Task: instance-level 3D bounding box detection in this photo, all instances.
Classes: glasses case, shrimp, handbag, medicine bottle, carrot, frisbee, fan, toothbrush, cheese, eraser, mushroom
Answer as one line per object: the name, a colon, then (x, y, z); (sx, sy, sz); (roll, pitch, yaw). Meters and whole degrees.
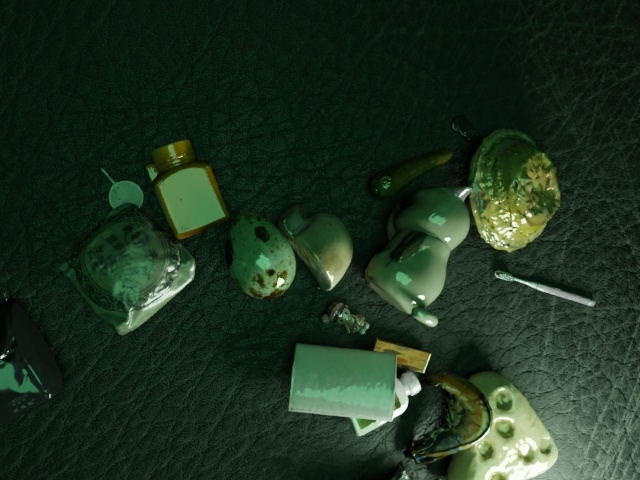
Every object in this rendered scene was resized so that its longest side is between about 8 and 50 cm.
glasses case: (0.220, 0.319, 1.474); (0.169, 0.041, 0.065); (16, 99, -13)
shrimp: (0.325, 0.491, 1.466); (0.290, 0.054, 0.222); (-39, 67, 15)
handbag: (-0.782, 0.295, 1.178); (0.301, 0.178, 0.275); (-25, 97, -11)
medicine bottle: (-0.329, -0.127, 1.304); (0.149, 0.112, 0.222); (-22, 96, -11)
carrot: (0.269, -0.202, 1.466); (0.298, 0.078, 0.078); (-27, 97, -17)
frisbee: (0.463, -0.262, 1.531); (0.210, 0.012, 0.188); (15, 89, -13)
fan: (-0.504, -0.128, 1.319); (0.085, 0.005, 0.133); (-39, 100, -8)
toothbrush: (0.679, 0.146, 1.578); (0.353, 0.029, 0.024); (17, 101, -13)
cheese: (0.465, 0.558, 1.491); (0.350, 0.129, 0.328); (-28, 93, -11)
eraser: (0.058, 0.369, 1.374); (0.270, 0.095, 0.174); (5, 74, 3)
mushroom: (0.018, -0.003, 1.347); (0.162, 0.173, 0.236); (-40, 104, -16)
medicine bottle: (0.168, 0.434, 1.444); (0.219, 0.078, 0.115); (-25, 85, -11)

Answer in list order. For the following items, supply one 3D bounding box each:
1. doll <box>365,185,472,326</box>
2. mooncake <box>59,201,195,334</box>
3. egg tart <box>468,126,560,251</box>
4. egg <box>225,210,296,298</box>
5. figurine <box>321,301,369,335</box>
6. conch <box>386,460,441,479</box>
doll: (0.252, 0.023, 1.386); (0.225, 0.215, 0.371); (18, 77, 16)
mooncake: (-0.456, 0.064, 1.246); (0.254, 0.136, 0.250); (44, 72, 0)
egg tart: (0.550, -0.141, 1.453); (0.351, 0.150, 0.352); (-1, 93, -33)
egg: (-0.154, 0.036, 1.319); (0.169, 0.169, 0.231); (-21, 86, -11)
figurine: (0.068, 0.216, 1.435); (0.129, 0.054, 0.072); (31, 99, -19)
conch: (0.250, 0.742, 1.391); (0.313, 0.241, 0.186); (28, 108, -11)
